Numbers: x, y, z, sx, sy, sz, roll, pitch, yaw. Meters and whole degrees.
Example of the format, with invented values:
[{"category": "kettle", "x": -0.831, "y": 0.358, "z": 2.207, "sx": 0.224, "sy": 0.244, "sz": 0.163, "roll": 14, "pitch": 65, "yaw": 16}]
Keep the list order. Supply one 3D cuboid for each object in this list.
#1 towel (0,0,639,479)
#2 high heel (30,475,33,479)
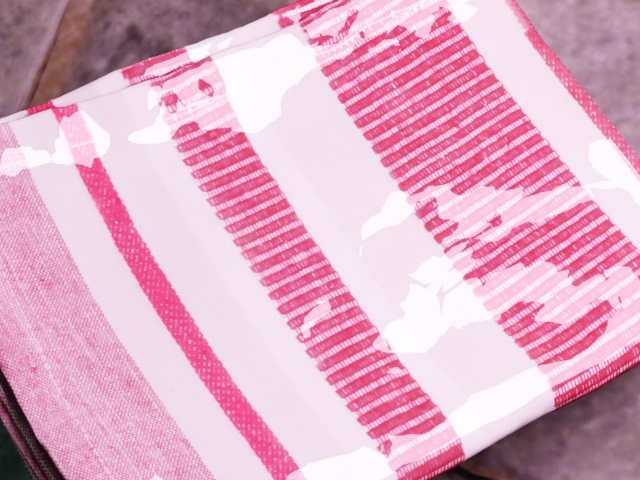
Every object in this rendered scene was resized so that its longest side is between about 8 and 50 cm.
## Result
[{"category": "towel", "x": 0.000, "y": 0.000, "z": 0.781, "sx": 0.329, "sy": 0.037, "sz": 0.237, "roll": -25, "pitch": 67, "yaw": -24}, {"category": "high heel", "x": -0.117, "y": 0.100, "z": 0.842, "sx": 0.082, "sy": 0.117, "sz": 0.244, "roll": -12, "pitch": 73, "yaw": 15}]
